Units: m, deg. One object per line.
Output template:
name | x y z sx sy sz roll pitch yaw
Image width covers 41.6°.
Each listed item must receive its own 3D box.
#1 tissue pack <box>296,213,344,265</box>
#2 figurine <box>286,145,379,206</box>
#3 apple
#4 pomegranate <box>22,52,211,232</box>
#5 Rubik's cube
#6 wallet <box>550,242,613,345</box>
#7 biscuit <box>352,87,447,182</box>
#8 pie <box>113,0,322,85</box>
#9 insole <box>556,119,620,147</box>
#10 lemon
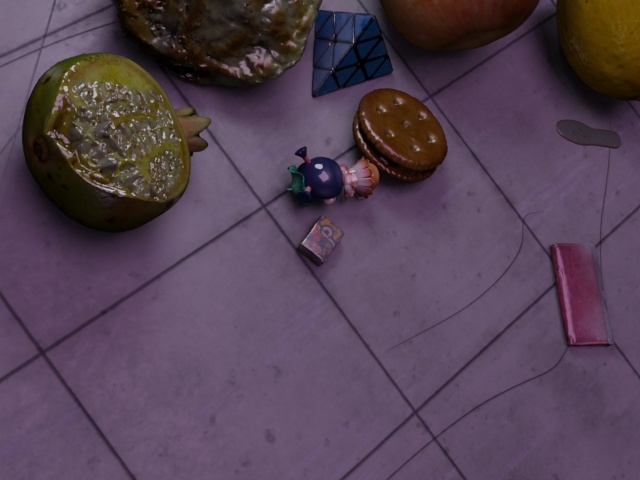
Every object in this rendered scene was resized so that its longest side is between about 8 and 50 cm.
tissue pack | 0.000 0.000 1.661 0.063 0.035 0.083 40 64 -6
figurine | 0.024 -0.127 1.676 0.195 0.102 0.111 -9 75 -25
apple | 0.299 -0.589 1.801 0.391 0.391 0.347 -12 98 -26
pomegranate | -0.362 -0.161 1.481 0.358 0.216 0.310 -17 78 -57
Rubik's cube | 0.058 -0.441 1.758 0.211 0.178 0.190 -27 81 -29
wallet | 0.577 0.119 1.865 0.119 0.025 0.232 2 72 -23
biscuit | 0.167 -0.223 1.770 0.220 0.066 0.220 17 50 -21
pie | -0.178 -0.495 1.616 0.418 0.180 0.395 9 96 -16
insole | 0.650 -0.256 2.034 0.188 0.004 0.064 7 71 -20
lemon | 0.731 -0.488 1.968 0.364 0.364 0.364 7 70 -20
